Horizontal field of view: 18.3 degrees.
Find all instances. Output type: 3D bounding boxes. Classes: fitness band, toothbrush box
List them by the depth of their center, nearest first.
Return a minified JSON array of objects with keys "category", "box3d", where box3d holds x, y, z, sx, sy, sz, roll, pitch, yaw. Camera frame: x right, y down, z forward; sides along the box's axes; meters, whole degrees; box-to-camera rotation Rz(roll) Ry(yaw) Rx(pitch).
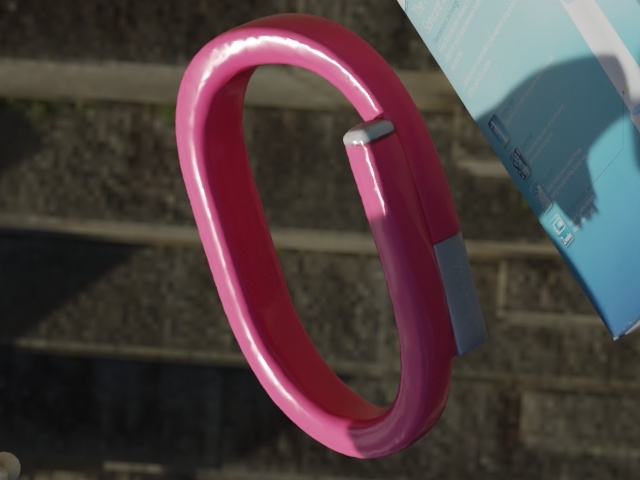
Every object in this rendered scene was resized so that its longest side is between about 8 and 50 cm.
[{"category":"toothbrush box","box3d":[0.156,-0.128,1.038,0.126,0.295,0.216,-28,166,-20]},{"category":"fitness band","box3d":[0.000,0.000,1.264,0.054,0.290,0.209,-26,-163,-38]}]

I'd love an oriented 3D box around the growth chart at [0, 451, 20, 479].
[{"category":"growth chart","box3d":[-0.176,0.230,0.919,0.021,0.237,0.172,10,-164,9]}]
